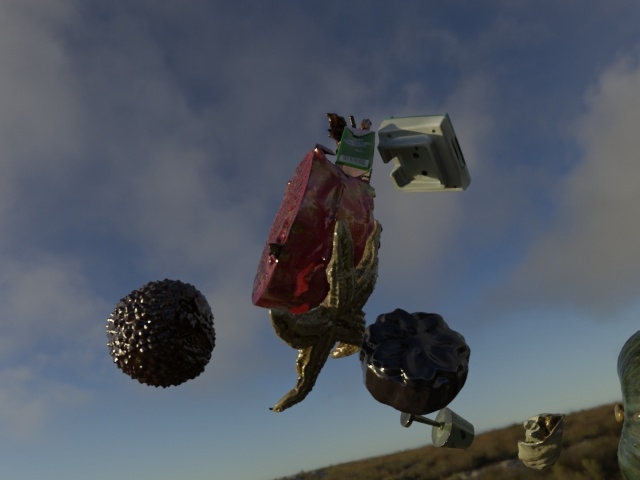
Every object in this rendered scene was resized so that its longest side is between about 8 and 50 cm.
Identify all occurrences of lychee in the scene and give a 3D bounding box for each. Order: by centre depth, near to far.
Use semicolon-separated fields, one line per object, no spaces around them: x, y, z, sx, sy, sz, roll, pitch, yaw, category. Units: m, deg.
-0.383;0.219;1.287;0.267;0.267;0.267;-11;-23;-5;lychee

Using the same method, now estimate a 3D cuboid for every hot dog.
0.149;-0.375;1.828;0.038;0.144;0.062;22;-70;-2;hot dog

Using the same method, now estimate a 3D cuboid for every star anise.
0.095;-0.339;1.896;0.111;0.196;0.212;-21;-47;-1;star anise

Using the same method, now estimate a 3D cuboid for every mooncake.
0.238;0.293;1.385;0.283;0.283;0.141;-9;-50;-10;mooncake

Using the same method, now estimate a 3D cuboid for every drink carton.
0.097;-0.206;1.599;0.108;0.271;0.161;11;-55;2;drink carton

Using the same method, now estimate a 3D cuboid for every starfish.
0.008;0.086;0.660;0.277;0.062;0.236;-57;-32;-8;starfish

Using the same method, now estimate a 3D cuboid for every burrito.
0.579;0.536;1.437;0.117;0.076;0.392;-17;-37;7;burrito

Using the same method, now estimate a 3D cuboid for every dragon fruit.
0.000;0.000;1.201;0.249;0.371;0.386;21;-71;-12;dragon fruit

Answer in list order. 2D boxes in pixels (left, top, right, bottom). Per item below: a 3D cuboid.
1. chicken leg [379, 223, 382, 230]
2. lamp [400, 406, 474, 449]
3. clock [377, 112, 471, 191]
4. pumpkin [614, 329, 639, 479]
0.124;0.010;2.020;0.253;0.051;0.106;-26;-37;-20;chicken leg
0.349;0.556;1.637;0.215;0.121;0.121;20;-31;-9;lamp
0.316;-0.254;1.688;0.231;0.116;0.262;7;-40;42;clock
0.593;0.288;0.822;0.257;0.327;0.291;-2;2;33;pumpkin
